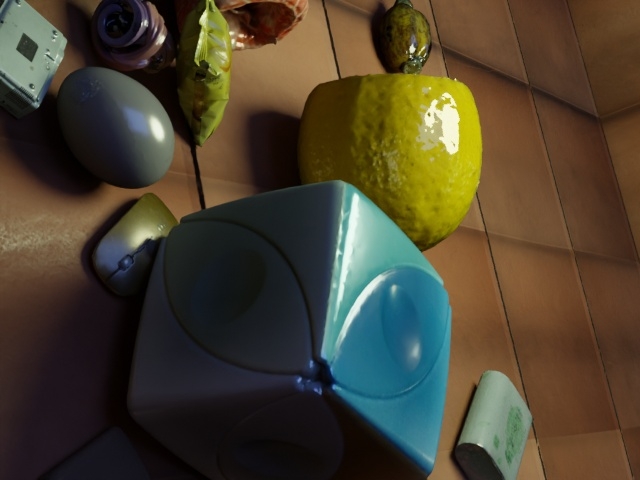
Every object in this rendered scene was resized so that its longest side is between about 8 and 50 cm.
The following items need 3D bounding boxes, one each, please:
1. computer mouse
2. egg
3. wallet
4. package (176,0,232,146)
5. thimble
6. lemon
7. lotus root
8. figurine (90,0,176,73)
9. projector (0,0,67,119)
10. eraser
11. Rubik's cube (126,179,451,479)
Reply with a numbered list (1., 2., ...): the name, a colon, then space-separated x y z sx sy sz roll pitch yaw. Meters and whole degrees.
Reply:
1. computer mouse: -0.268 0.002 1.616 0.102 0.045 0.199 55 35 -15
2. egg: -0.299 -0.165 1.572 0.198 0.146 0.146 52 37 -12
3. wallet: -0.290 0.324 1.417 0.118 0.039 0.153 62 33 -7
4. package: -0.190 -0.277 1.763 0.090 0.226 0.168 1 62 -7
5. thimble: -0.141 -0.434 1.867 0.239 0.239 0.162 6 66 -53
6. lemon: 0.125 -0.129 1.983 0.364 0.364 0.364 30 49 -43
7. lotus root: 0.188 -0.463 2.446 0.120 0.120 0.209 24 53 -46
8. figurine: -0.280 -0.317 1.712 0.157 0.114 0.126 25 68 -48
9. projector: -0.430 -0.263 1.522 0.115 0.061 0.147 43 42 -35
10. eraser: 0.364 0.406 2.242 0.174 0.081 0.227 56 35 -20
11. Rubik's cube: -0.034 0.155 1.560 0.352 0.347 0.351 44 43 -44
